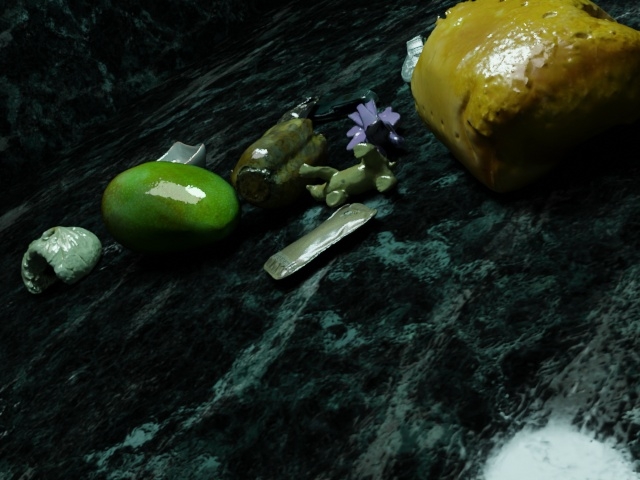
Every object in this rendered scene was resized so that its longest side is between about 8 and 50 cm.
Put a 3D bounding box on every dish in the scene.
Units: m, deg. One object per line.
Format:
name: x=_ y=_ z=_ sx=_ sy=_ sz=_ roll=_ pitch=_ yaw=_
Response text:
dish: x=-0.406 y=-0.206 z=2.025 sx=0.151 sy=0.077 sz=0.212 roll=-41 pitch=27 yaw=-21

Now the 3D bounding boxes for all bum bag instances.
bum bag: x=-0.084 y=-0.281 z=1.840 sx=0.102 sy=0.069 sz=0.248 roll=-38 pitch=17 yaw=49

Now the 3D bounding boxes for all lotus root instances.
lotus root: x=-0.083 y=-0.158 z=1.509 sx=0.160 sy=0.152 sz=0.275 roll=-15 pitch=19 yaw=33

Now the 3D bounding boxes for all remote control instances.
remote control: x=0.054 y=-0.347 z=1.851 sx=0.221 sy=0.042 sz=0.072 roll=-3 pitch=37 yaw=42

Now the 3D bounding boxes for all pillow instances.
pillow: x=0.000 y=-0.001 z=1.260 sx=0.217 sy=0.033 sz=0.130 roll=-33 pitch=20 yaw=-10

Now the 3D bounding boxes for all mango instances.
mango: x=-0.323 y=-0.066 z=1.538 sx=0.381 sy=0.201 sz=0.225 roll=10 pitch=22 yaw=39

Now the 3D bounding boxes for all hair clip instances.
hair clip: x=0.112 y=-0.235 z=1.543 sx=0.137 sy=0.090 sz=0.278 roll=-38 pitch=16 yaw=10

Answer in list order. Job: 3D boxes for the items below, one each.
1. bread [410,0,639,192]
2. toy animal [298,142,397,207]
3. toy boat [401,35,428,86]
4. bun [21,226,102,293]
bread: x=0.349 y=-0.271 z=1.151 sx=0.361 sy=0.250 sz=0.394 roll=-27 pitch=26 yaw=5
toy animal: x=0.054 y=-0.113 z=1.369 sx=0.218 sy=0.103 sz=0.101 roll=-18 pitch=-9 yaw=26
toy boat: x=0.244 y=-0.451 z=1.798 sx=0.078 sy=0.085 sz=0.261 roll=-16 pitch=28 yaw=23
bun: x=-0.650 y=0.038 z=1.762 sx=0.212 sy=0.127 sz=0.204 roll=-29 pitch=23 yaw=1
